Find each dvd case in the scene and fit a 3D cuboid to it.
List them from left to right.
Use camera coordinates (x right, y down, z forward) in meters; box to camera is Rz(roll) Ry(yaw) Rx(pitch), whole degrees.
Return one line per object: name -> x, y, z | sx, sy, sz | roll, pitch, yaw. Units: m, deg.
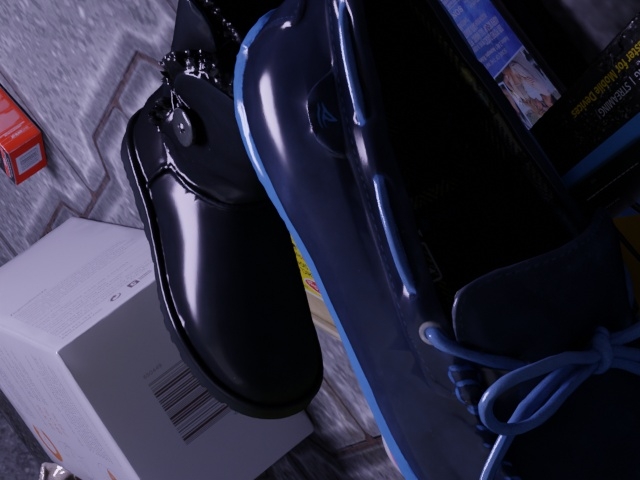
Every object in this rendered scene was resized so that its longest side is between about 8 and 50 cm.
dvd case -> 0.121, -0.029, 0.875 | 0.253, 0.022, 0.180 | 53, 159, 0

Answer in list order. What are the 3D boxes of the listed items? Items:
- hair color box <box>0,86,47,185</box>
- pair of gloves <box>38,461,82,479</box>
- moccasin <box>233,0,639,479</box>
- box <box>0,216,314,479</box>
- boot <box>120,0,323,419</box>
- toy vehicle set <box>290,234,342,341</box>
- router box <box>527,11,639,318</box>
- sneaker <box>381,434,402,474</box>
hair color box -> -0.340, -0.130, 1.698 | 0.141, 0.043, 0.072 | 47, 160, 19
pair of gloves -> -0.210, 0.247, 1.729 | 0.240, 0.204, 0.042 | -45, -51, -77
moccasin -> 0.074, 0.029, 0.720 | 0.342, 0.138, 0.117 | 53, 145, 6
box -> -0.192, 0.118, 1.600 | 0.345, 0.168, 0.215 | 10, 134, 61
boot -> -0.047, -0.029, 1.046 | 0.246, 0.094, 0.207 | 67, 154, 18
toy vehicle set -> 0.000, 0.000, 1.170 | 0.267, 0.035, 0.166 | 29, 149, 49
router box -> 0.154, -0.016, 0.746 | 0.133, 0.046, 0.179 | 50, 149, 8
sneaker -> 0.077, 0.136, 1.203 | 0.070, 0.051, 0.134 | 29, 145, 59
